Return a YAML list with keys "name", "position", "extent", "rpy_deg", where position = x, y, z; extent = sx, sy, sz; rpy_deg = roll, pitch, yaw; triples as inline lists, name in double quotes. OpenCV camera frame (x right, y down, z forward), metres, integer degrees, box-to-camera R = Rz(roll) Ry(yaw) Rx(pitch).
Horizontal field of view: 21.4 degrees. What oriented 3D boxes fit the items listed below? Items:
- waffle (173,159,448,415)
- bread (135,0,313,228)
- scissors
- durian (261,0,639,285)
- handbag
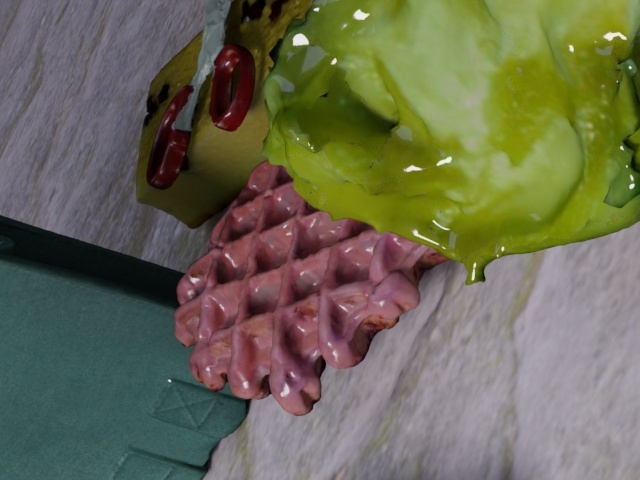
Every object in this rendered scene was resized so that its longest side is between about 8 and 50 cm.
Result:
- name: "waffle"
  position: [0.000, 0.000, 1.058]
  extent: [0.234, 0.055, 0.221]
  rpy_deg: [-50, 33, 1]
- name: "bread"
  position: [-0.024, -0.140, 1.261]
  extent: [0.361, 0.077, 0.138]
  rpy_deg: [-35, 41, 50]
- name: "scissors"
  position: [-0.078, -0.165, 1.279]
  extent: [0.144, 0.017, 0.248]
  rpy_deg: [-35, 39, 49]
- name: "durian"
  position: [0.140, -0.139, 0.767]
  extent: [0.339, 0.204, 0.256]
  rpy_deg: [-35, -16, -20]
- name: "handbag"
  position: [-0.206, 0.117, 1.174]
  extent: [0.269, 0.274, 0.100]
  rpy_deg: [-61, 32, 20]
